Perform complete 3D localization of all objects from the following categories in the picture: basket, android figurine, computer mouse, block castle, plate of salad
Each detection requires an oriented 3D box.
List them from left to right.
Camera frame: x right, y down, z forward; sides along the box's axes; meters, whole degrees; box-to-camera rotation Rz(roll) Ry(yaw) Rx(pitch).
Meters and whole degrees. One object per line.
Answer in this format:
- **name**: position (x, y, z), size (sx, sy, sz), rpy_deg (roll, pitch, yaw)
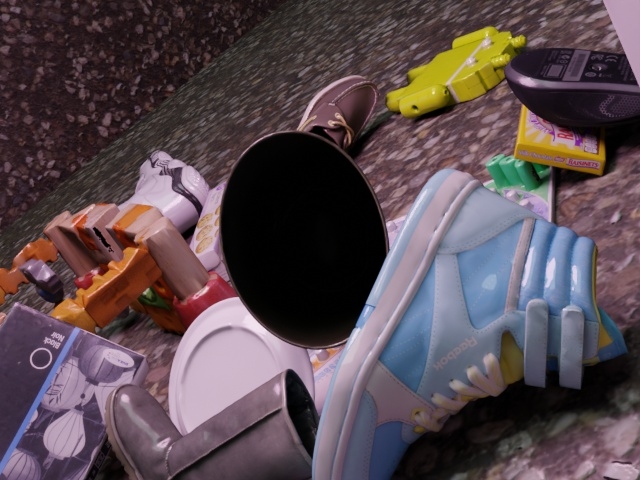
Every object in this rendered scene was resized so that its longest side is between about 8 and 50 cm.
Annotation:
- **block castle**: position (-0.335, 0.120, 1.269), size (0.303, 0.212, 0.453), rpy_deg (-44, 26, -25)
- **plate of salad**: position (-0.081, 0.159, 0.924), size (0.200, 0.199, 0.048), rpy_deg (-20, -19, 31)
- **basket**: position (0.000, 0.000, 0.919), size (0.154, 0.204, 0.227), rpy_deg (-16, -2, 8)
- **android figurine**: position (0.244, -0.300, 1.579), size (0.273, 0.056, 0.248), rpy_deg (-10, 31, 50)
- **computer mouse**: position (0.351, -0.169, 1.049), size (0.272, 0.072, 0.188), rpy_deg (12, 38, 25)

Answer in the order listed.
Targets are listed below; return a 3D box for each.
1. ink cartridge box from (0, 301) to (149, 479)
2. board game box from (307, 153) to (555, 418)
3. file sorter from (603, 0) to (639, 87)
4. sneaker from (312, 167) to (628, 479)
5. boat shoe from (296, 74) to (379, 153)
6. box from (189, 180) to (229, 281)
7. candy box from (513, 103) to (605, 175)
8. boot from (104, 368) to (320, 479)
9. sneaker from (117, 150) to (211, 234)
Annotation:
- **ink cartridge box**: position (-0.328, 0.244, 0.934), size (0.065, 0.165, 0.332), rpy_deg (104, -172, -68)
- **board game box**: position (0.083, 0.050, 1.049), size (0.390, 0.050, 0.390), rpy_deg (-23, 23, 27)
- **file sorter**: position (0.403, -0.186, 0.783), size (0.173, 0.277, 0.193), rpy_deg (-36, 21, -11)
- **sneaker**: position (0.133, 0.112, 0.747), size (0.208, 0.127, 0.318), rpy_deg (22, 88, 19)
- **boat shoe**: position (0.002, -0.174, 1.575), size (0.324, 0.116, 0.097), rpy_deg (-45, 28, -18)
- **box**: position (-0.176, -0.017, 1.553), size (0.067, 0.063, 0.324), rpy_deg (-27, 22, 14)
- **candy box**: position (0.304, -0.148, 1.118), size (0.105, 0.027, 0.206), rpy_deg (10, 34, 10)
- **boot**: position (-0.106, 0.182, 0.863), size (0.208, 0.189, 0.076), rpy_deg (-40, -21, 29)
- **sneaker**: position (-0.360, -0.071, 1.834), size (0.210, 0.137, 0.366), rpy_deg (-37, 24, -15)
